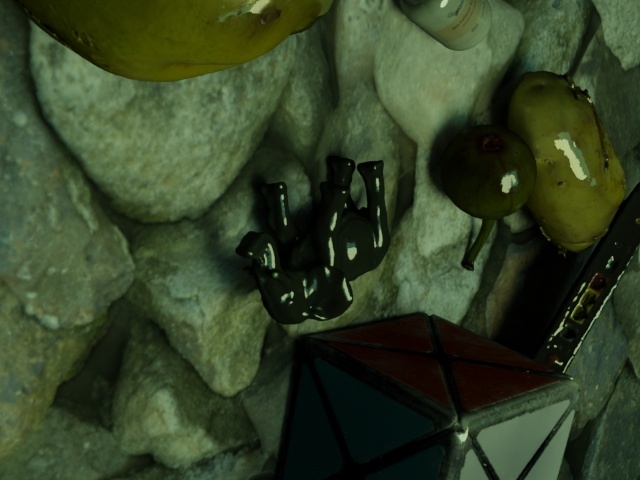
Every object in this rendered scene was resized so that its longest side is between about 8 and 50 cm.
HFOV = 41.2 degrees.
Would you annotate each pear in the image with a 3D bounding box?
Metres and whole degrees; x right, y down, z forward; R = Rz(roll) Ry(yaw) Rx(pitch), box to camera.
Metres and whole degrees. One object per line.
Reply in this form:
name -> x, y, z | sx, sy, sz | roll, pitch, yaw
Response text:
pear -> -0.111, -0.280, 0.586 | 0.285, 0.285, 0.336 | -28, 121, -35

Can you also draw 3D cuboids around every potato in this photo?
potato -> 0.346, -0.099, 1.190 | 0.140, 0.172, 0.300 | -20, 132, 13

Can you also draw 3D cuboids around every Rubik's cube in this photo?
Rubik's cube -> 0.124, 0.257, 1.034 | 0.255, 0.259, 0.260 | -6, 108, -42

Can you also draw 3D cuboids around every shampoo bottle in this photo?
shampoo bottle -> 0.119, -0.280, 0.951 | 0.192, 0.074, 0.074 | 23, 89, -46

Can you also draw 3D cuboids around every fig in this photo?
fig -> 0.220, -0.046, 1.128 | 0.124, 0.124, 0.236 | -39, 144, -27

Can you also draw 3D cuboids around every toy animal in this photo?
toy animal -> 0.003, 0.002, 0.917 | 0.245, 0.115, 0.146 | -20, 118, -38

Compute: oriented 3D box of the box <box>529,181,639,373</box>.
box -> 0.410, 0.082, 1.303 | 0.350, 0.058, 0.211 | -59, 164, 0
